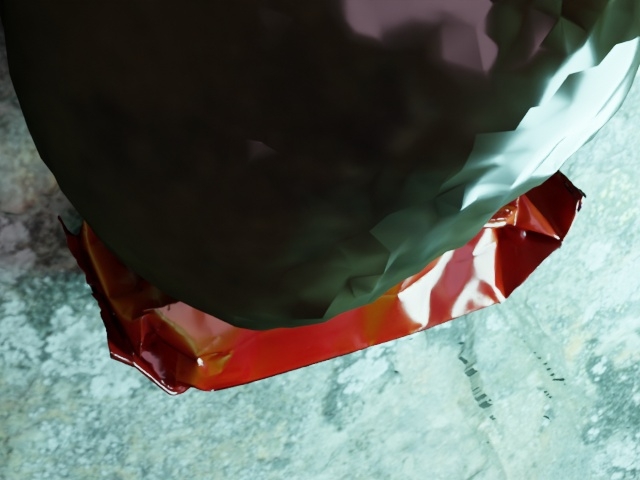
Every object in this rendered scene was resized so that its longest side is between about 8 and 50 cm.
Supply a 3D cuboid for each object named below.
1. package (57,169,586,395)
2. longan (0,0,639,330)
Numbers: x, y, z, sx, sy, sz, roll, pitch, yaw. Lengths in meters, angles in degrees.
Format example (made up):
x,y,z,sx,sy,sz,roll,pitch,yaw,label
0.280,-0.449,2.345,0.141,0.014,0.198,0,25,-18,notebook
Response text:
x,y,z,sx,sy,sz,roll,pitch,yaw,label
-0.001,0.000,1.051,0.423,0.196,0.123,-17,133,-20,package
-0.004,-0.171,0.805,0.404,0.404,0.436,17,135,-37,longan
